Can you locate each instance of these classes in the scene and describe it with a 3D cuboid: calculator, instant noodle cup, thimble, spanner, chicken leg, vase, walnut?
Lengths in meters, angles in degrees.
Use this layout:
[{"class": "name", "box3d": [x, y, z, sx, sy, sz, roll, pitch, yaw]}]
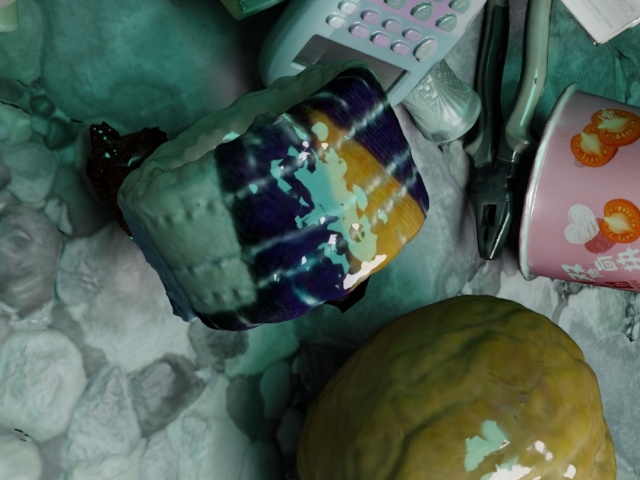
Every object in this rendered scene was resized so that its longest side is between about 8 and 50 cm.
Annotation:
[{"class": "calculator", "box3d": [0.045, -0.193, 0.957, 0.185, 0.299, 0.041, 10, 44, -44]}, {"class": "instant noodle cup", "box3d": [0.373, -0.040, 1.196, 0.243, 0.231, 0.243, -45, 144, -48]}, {"class": "thimble", "box3d": [-0.040, -0.036, 0.834, 0.237, 0.237, 0.150, -38, 110, -35]}, {"class": "spanner", "box3d": [0.214, -0.137, 1.196, 0.040, 0.095, 0.325, 15, 80, -40]}, {"class": "chicken leg", "box3d": [-0.130, -0.026, 0.923, 0.219, 0.048, 0.089, 49, 63, -30]}, {"class": "vase", "box3d": [0.083, -0.194, 1.086, 0.219, 0.096, 0.096, 43, 63, -36]}, {"class": "walnut", "box3d": [0.134, 0.204, 1.007, 0.332, 0.332, 0.333, 0, 90, -42]}]

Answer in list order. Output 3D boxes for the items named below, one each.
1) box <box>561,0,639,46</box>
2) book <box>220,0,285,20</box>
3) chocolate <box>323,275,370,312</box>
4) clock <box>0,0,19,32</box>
[{"class": "box", "box3d": [0.272, -0.378, 1.186, 0.251, 0.106, 0.203, 37, 35, -32]}, {"class": "book", "box3d": [-0.035, -0.329, 0.966, 0.282, 0.025, 0.215, -34, 86, -38]}, {"class": "chocolate", "box3d": [0.000, 0.000, 1.002, 0.080, 0.125, 0.149, 1, 94, -25]}, {"class": "clock", "box3d": [-0.193, -0.283, 0.683, 0.108, 0.324, 0.265, -4, 94, -41]}]
